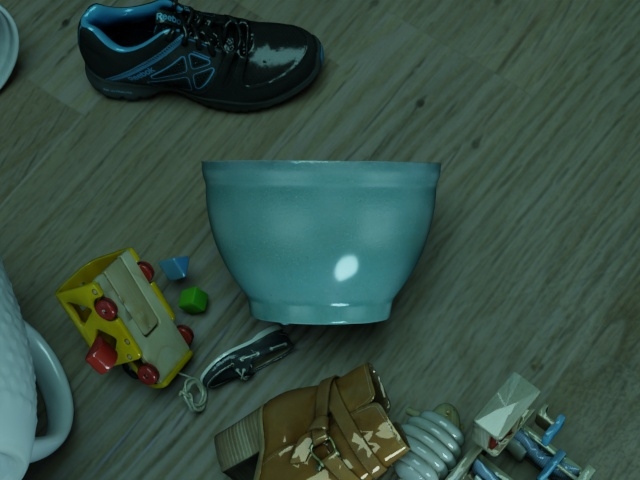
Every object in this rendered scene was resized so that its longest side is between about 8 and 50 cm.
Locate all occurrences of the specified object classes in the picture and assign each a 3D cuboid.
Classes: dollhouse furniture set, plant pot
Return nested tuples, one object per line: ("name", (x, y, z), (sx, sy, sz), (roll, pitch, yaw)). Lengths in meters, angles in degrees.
("dollhouse furniture set", (0.227, 0.263, 1.441), (0.129, 0.184, 0.129), (37, 74, 19))
("plant pot", (0.000, 0.000, 1.549), (0.293, 0.293, 0.196), (1, 92, 5))

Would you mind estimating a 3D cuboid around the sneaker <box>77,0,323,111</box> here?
("sneaker", (-0.167, -0.260, 1.734), (0.341, 0.139, 0.125), (-1, 64, 3))

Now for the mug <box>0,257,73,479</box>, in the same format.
("mug", (-0.437, 0.153, 1.466), (0.276, 0.374, 0.328), (-41, 59, 20))

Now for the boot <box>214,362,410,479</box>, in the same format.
("boot", (0.012, 0.295, 1.475), (0.220, 0.109, 0.283), (-27, 52, 9))

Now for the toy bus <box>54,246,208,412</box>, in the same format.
("toy bus", (-0.243, 0.112, 1.586), (0.104, 0.191, 0.202), (-16, 66, 36))

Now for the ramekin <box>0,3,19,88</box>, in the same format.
("ramekin", (-0.533, -0.275, 1.744), (0.207, 0.207, 0.109), (-37, 59, -11))

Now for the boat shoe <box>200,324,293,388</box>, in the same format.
("boat shoe", (-0.092, 0.154, 1.596), (0.125, 0.046, 0.038), (-30, 64, -18))

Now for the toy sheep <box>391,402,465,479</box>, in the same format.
("toy sheep", (0.124, 0.251, 1.512), (0.091, 0.091, 0.132), (29, 72, 16))
